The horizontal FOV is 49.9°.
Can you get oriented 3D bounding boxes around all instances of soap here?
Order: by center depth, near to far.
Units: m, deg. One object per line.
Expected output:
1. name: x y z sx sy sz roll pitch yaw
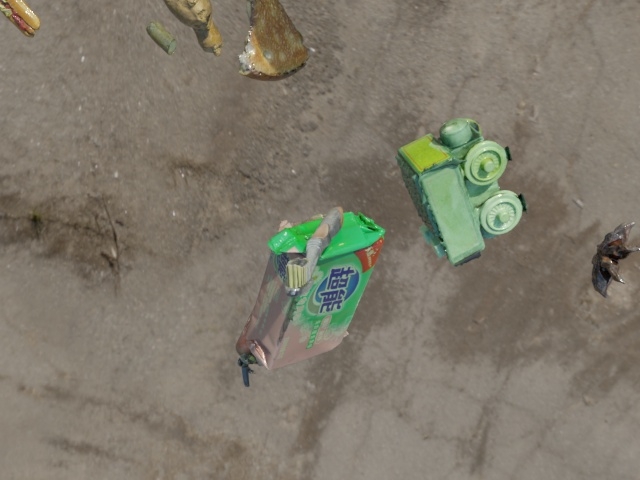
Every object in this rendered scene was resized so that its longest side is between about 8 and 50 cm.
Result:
1. soap: -0.011 0.079 1.103 0.217 0.098 0.273 -18 142 -38

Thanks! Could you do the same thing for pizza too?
1. pizza: -0.096 -0.367 1.161 0.185 0.052 0.195 -27 108 -51

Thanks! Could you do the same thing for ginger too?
1. ginger: -0.212 -0.390 1.196 0.067 0.096 0.165 -46 130 -7

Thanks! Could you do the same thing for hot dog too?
1. hot dog: -0.389 -0.295 0.870 0.037 0.021 0.083 -36 102 32

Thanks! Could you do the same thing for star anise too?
1. star anise: 0.493 0.033 1.172 0.042 0.141 0.141 17 110 4

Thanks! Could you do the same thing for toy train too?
1. toy train: 0.264 -0.099 1.307 0.188 0.159 0.272 -27 123 1

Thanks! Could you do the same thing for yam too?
1. yam: -0.390 -0.500 1.697 0.094 0.043 0.043 44 99 18

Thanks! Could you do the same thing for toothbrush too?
1. toothbrush: 0.000 0.000 0.824 0.028 0.375 0.037 -2 102 9

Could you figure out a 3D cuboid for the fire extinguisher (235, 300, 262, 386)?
1. fire extinguisher: -0.142 0.229 1.725 0.104 0.269 0.105 14 143 11
